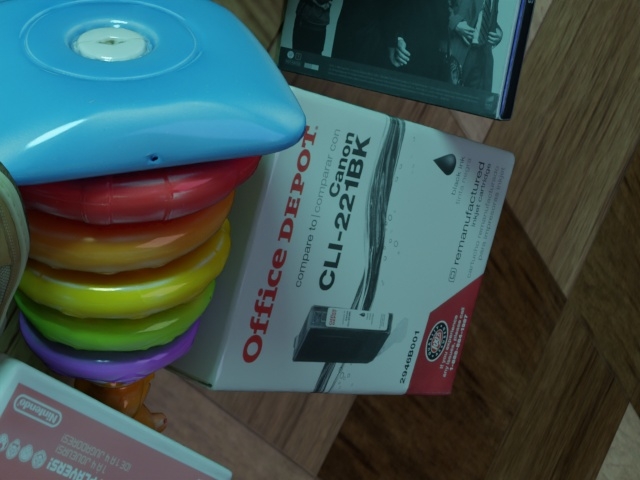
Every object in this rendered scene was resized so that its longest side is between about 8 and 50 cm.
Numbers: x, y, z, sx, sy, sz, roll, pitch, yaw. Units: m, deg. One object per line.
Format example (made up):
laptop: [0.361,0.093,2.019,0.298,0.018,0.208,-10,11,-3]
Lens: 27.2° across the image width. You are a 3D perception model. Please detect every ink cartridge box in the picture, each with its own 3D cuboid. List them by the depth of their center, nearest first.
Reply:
ink cartridge box: [0.000,0.000,0.931,0.273,0.114,0.197,9,97,-50]

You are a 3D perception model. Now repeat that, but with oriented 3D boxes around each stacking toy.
stacking toy: [-0.117,0.020,0.755,0.175,0.166,0.302,-9,127,-20]

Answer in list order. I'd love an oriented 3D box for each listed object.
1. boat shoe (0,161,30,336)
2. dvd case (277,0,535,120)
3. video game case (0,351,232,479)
boat shoe: [-0.179,0.028,0.622,0.190,0.068,0.072,106,4,-54]
dvd case: [0.067,-0.216,0.890,0.029,0.179,0.239,-10,113,-58]
video game case: [-0.171,0.223,0.713,0.204,0.025,0.285,40,73,-50]
